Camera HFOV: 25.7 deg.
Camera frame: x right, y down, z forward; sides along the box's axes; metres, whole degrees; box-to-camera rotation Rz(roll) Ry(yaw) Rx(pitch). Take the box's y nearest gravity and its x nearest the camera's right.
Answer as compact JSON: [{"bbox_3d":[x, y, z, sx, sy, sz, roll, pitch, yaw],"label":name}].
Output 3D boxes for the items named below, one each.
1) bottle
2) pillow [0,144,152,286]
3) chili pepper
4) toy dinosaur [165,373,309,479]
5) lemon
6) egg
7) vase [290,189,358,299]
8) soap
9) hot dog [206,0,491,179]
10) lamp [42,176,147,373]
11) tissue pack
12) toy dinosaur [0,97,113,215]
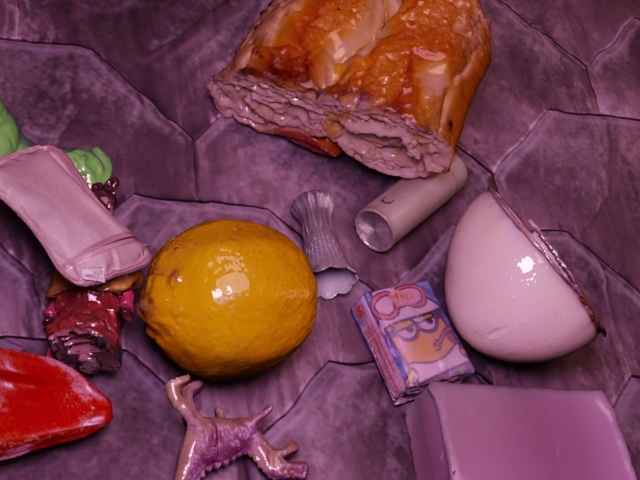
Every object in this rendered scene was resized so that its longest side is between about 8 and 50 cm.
[{"bbox_3d":[0.136,-0.061,2.076,0.072,0.072,0.201,45,49,8],"label":"bottle"},{"bbox_3d":[-0.312,-0.032,1.711,0.232,0.038,0.130,44,44,21],"label":"pillow"},{"bbox_3d":[-0.364,0.188,1.631,0.252,0.136,0.144,0,12,-39],"label":"chili pepper"},{"bbox_3d":[-0.138,0.263,1.706,0.251,0.072,0.200,-20,78,-47],"label":"toy dinosaur"},{"bbox_3d":[-0.114,0.074,1.765,0.260,0.204,0.204,-1,57,-40],"label":"lemon"},{"bbox_3d":[0.259,0.066,1.980,0.264,0.174,0.286,53,7,-12],"label":"egg"},{"bbox_3d":[0.000,0.000,1.962,0.081,0.081,0.149,5,52,-24],"label":"vase"},{"bbox_3d":[0.279,0.330,1.846,0.296,0.107,0.285,7,55,-24],"label":"soap"},{"bbox_3d":[0.070,-0.288,2.105,0.367,0.196,0.365,19,58,9],"label":"hot dog"},{"bbox_3d":[-0.279,0.045,1.765,0.118,0.118,0.253,16,48,-16],"label":"lamp"},{"bbox_3d":[0.125,0.138,1.932,0.115,0.065,0.155,-9,62,-34],"label":"tissue pack"},{"bbox_3d":[-0.481,-0.245,1.851,0.374,0.144,0.500,0,62,-33],"label":"toy dinosaur"}]
